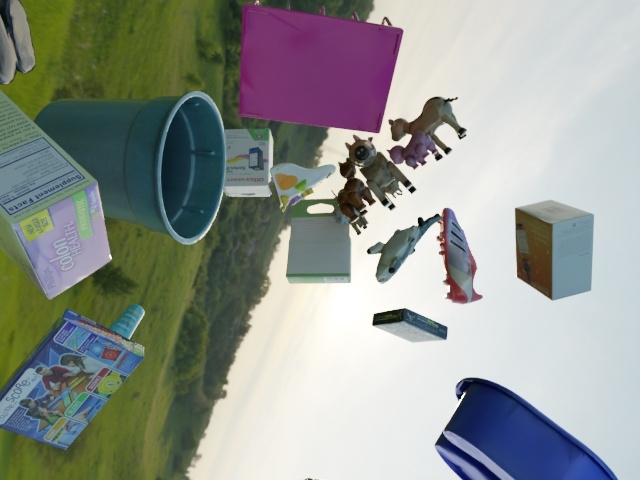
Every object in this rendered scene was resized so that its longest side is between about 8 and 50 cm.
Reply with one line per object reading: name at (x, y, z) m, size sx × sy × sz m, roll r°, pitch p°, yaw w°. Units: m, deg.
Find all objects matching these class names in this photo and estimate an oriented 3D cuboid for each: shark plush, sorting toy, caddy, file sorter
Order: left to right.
sorting toy at (-0.020, -0.070, 0.524) m, size 0.083 × 0.075 × 0.044 m, roll 156°, pitch -89°, yaw -82°
file sorter at (-0.008, -0.368, 0.916) m, size 0.182 × 0.291 × 0.202 m, roll -92°, pitch -170°, yaw -53°
shark plush at (0.151, 0.007, 0.807) m, size 0.073 × 0.067 × 0.161 m, roll 28°, pitch -104°, yaw 41°
caddy at (0.394, 0.419, 0.867) m, size 0.179 × 0.341 × 0.241 m, roll -39°, pitch 150°, yaw -26°

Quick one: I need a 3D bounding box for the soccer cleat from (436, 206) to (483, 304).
soccer cleat at (0.351, 0.038, 1.124) m, size 0.083 × 0.095 × 0.248 m, roll 43°, pitch 43°, yaw -80°

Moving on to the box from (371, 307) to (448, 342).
box at (0.342, 0.330, 1.705) m, size 0.183 × 0.233 × 0.059 m, roll -24°, pitch -133°, yaw 54°

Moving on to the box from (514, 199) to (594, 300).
box at (0.485, 0.017, 0.930) m, size 0.130 × 0.091 × 0.170 m, roll -120°, pitch -161°, yaw -69°

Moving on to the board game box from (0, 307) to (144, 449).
board game box at (-0.395, 0.219, 0.689) m, size 0.201 × 0.136 × 0.035 m, roll -49°, pitch -151°, yaw 2°

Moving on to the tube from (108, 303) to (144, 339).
tube at (-0.566, 0.257, 1.258) m, size 0.052 × 0.080 × 0.207 m, roll -58°, pitch -169°, yaw 21°

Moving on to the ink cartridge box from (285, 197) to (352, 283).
ink cartridge box at (0.000, 0.000, 1.206) m, size 0.056 × 0.171 × 0.235 m, roll 73°, pitch 18°, yaw -62°

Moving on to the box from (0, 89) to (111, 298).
box at (-0.451, -0.070, 0.667) m, size 0.117 × 0.243 × 0.213 m, roll -41°, pitch 167°, yaw -35°

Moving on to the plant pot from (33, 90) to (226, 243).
plant pot at (-0.438, -0.185, 1.028) m, size 0.341 × 0.334 × 0.341 m, roll 9°, pitch 90°, yaw -82°

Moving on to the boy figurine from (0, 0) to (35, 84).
boy figurine at (-0.472, -0.223, 0.452) m, size 0.177 × 0.285 × 0.092 m, roll -103°, pitch -163°, yaw -54°

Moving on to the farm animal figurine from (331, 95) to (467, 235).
farm animal figurine at (0.152, -0.188, 1.048) m, size 0.330 × 0.172 × 0.327 m, roll -36°, pitch 167°, yaw -4°

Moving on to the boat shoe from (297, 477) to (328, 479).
boat shoe at (-0.019, 0.657, 1.129) m, size 0.108 × 0.301 × 0.102 m, roll -99°, pitch -170°, yaw -62°

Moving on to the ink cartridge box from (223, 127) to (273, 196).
ink cartridge box at (-0.241, -0.259, 1.480) m, size 0.093 × 0.154 × 0.212 m, roll 86°, pitch 4°, yaw -75°
